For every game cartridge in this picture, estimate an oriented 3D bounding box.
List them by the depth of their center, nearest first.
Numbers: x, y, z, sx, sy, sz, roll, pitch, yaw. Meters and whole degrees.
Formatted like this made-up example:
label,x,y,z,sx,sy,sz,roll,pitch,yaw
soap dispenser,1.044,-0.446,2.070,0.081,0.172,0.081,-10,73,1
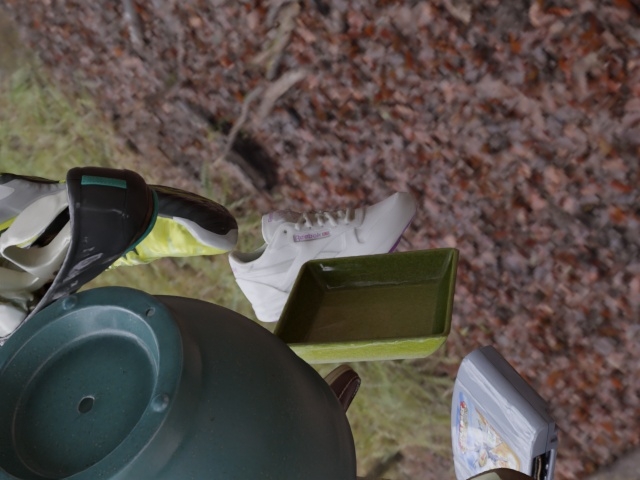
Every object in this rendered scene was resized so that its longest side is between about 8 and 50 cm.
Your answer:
label,x,y,z,sx,sy,sz,roll,pitch,yaw
game cartridge,0.265,0.310,1.329,0.198,0.062,0.297,45,147,47

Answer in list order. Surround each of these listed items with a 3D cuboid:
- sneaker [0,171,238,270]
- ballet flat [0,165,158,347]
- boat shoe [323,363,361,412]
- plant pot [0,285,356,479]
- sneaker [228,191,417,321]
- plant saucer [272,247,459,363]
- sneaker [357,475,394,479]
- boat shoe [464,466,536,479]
label,x,y,z,sx,sy,sz,roll,pitch,yaw
sneaker,-0.287,-0.003,1.089,0.385,0.147,0.145,4,-178,10
ballet flat,-0.258,0.022,0.820,0.096,0.280,0.095,17,-139,-38
boat shoe,0.000,0.390,1.650,0.123,0.342,0.123,23,151,22
plant pot,-0.140,0.157,0.685,0.293,0.293,0.196,30,160,38
sneaker,0.000,0.000,1.345,0.152,0.305,0.114,56,-170,-13
plant saucer,0.057,0.077,0.982,0.188,0.188,0.045,-5,116,15
sneaker,-0.051,0.284,0.795,0.108,0.293,0.169,-173,77,-84
boat shoe,0.142,0.335,0.986,0.095,0.095,0.257,24,139,-10
